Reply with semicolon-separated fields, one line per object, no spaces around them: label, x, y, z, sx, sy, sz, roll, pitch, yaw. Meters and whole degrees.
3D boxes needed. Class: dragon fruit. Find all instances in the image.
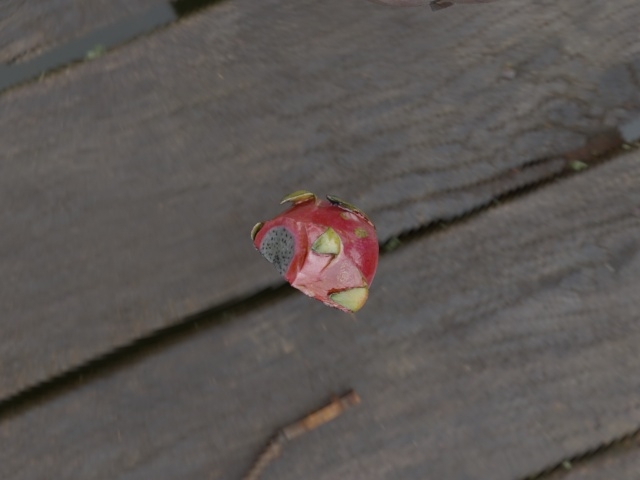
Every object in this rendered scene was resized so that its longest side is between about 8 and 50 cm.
dragon fruit;0.000;0.000;1.089;0.060;0.083;0.056;-52;139;12

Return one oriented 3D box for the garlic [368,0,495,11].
garlic;0.100;-0.222;1.062;0.160;0.214;0.191;-51;129;-27
